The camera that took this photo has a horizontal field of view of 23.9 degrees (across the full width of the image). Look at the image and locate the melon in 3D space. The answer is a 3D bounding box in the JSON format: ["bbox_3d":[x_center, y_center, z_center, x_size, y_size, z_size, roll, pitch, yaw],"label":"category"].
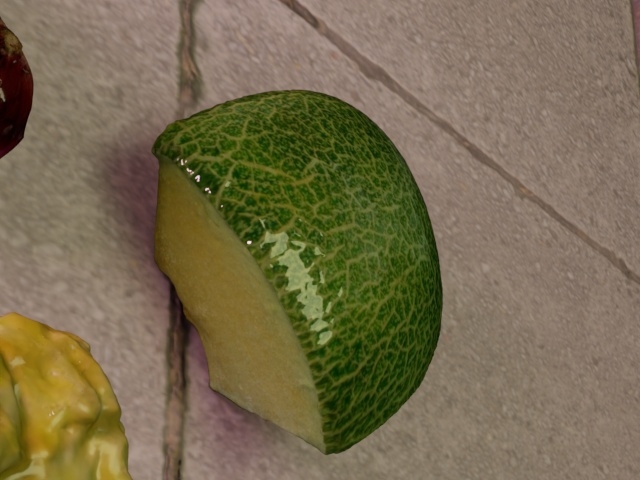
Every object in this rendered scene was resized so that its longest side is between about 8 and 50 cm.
[{"bbox_3d":[0.000,0.000,1.445,0.331,0.226,0.343,54,46,-3],"label":"melon"}]

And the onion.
[{"bbox_3d":[-0.270,-0.114,1.100,0.131,0.131,0.131,32,51,-50],"label":"onion"}]

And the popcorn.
[{"bbox_3d":[-0.231,0.160,0.973,0.255,0.195,0.256,50,57,-28],"label":"popcorn"}]
